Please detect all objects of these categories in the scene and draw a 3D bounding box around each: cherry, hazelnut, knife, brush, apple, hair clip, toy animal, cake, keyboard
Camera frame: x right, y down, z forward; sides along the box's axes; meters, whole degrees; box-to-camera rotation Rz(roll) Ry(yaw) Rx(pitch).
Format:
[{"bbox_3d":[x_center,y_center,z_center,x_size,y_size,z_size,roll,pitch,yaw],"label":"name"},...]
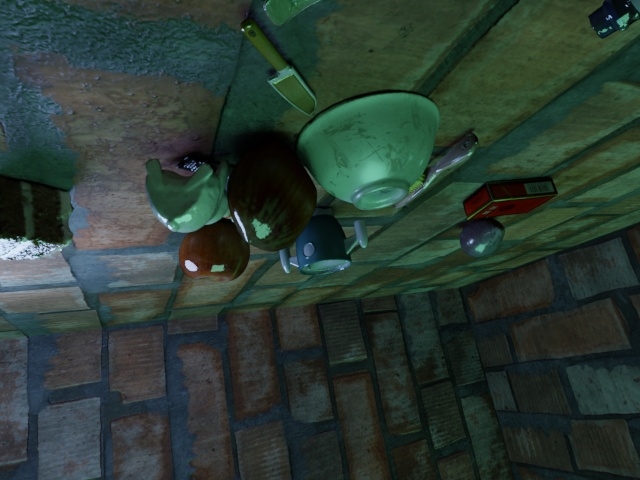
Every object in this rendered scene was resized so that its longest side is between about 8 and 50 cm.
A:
[{"bbox_3d":[0.631,-0.014,1.633,0.175,0.140,0.176,-19,144,-14],"label":"cherry"},{"bbox_3d":[-0.102,-0.086,0.844,0.180,0.181,0.212,-37,137,-2],"label":"hazelnut"},{"bbox_3d":[-0.058,-0.254,0.639,0.046,0.022,0.256,-23,165,15],"label":"knife"},{"bbox_3d":[0.259,-0.170,1.038,0.067,0.072,0.313,14,153,-24],"label":"brush"},{"bbox_3d":[-0.301,0.032,1.194,0.200,0.162,0.201,1,167,0],"label":"apple"},{"bbox_3d":[-0.005,-0.306,0.506,0.137,0.022,0.054,-16,163,17],"label":"hair clip"},{"bbox_3d":[-0.247,-0.093,0.855,0.140,0.139,0.282,-2,-173,4],"label":"toy animal"},{"bbox_3d":[-0.597,-0.037,0.833,0.134,0.135,0.147,-19,166,23],"label":"cake"},{"bbox_3d":[-0.224,-0.151,0.888,0.155,0.010,0.053,6,157,-44],"label":"keyboard"}]

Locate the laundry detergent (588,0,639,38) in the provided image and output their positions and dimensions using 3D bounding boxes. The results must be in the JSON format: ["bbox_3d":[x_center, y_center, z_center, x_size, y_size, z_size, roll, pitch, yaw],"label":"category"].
[{"bbox_3d":[0.487,-0.354,0.505,0.214,0.106,0.280,-2,159,-32],"label":"laundry detergent"}]

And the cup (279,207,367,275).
[{"bbox_3d":[0.000,0.000,1.230,0.299,0.173,0.167,-19,162,27],"label":"cup"}]

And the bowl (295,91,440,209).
[{"bbox_3d":[0.111,-0.150,0.867,0.312,0.146,0.313,-9,164,-3],"label":"bowl"}]

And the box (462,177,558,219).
[{"bbox_3d":[0.606,-0.134,1.341,0.239,0.074,0.153,-6,166,-14],"label":"box"}]
